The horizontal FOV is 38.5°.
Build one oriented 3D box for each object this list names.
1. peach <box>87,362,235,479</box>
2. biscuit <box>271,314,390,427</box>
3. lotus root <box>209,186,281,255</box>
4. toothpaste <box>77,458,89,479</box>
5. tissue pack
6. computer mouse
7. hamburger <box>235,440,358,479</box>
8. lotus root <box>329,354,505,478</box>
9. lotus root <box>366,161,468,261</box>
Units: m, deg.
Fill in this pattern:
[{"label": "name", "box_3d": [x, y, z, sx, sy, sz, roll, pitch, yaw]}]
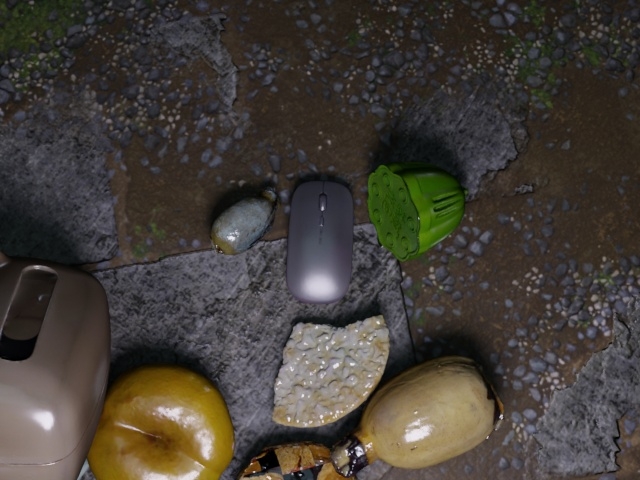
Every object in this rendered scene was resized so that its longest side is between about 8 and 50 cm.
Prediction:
[{"label": "peach", "box_3d": [-0.268, 0.332, 1.552, 0.251, 0.153, 0.251, -1, 78, 6]}, {"label": "biscuit", "box_3d": [0.011, 0.221, 1.611, 0.265, 0.040, 0.188, -39, 61, -1]}, {"label": "lotus root", "box_3d": [-0.134, -0.034, 1.670, 0.165, 0.088, 0.088, -40, 82, -19]}, {"label": "toothpaste", "box_3d": [-0.470, 0.450, 1.577, 0.060, 0.038, 0.233, 31, 76, 1]}, {"label": "tissue pack", "box_3d": [-0.470, 0.202, 1.435, 0.267, 0.276, 0.387, 9, 36, -7]}, {"label": "computer mouse", "box_3d": [0.000, 0.000, 1.675, 0.120, 0.057, 0.232, 5, 78, -1]}, {"label": "hamburger", "box_3d": [-0.042, 0.451, 1.556, 0.231, 0.107, 0.231, 2, 73, -7]}, {"label": "lotus root", "box_3d": [0.156, 0.305, 1.551, 0.310, 0.183, 0.182, -25, 80, -6]}, {"label": "lotus root", "box_3d": [0.196, -0.069, 1.656, 0.186, 0.186, 0.186, 0, 78, -2]}]
